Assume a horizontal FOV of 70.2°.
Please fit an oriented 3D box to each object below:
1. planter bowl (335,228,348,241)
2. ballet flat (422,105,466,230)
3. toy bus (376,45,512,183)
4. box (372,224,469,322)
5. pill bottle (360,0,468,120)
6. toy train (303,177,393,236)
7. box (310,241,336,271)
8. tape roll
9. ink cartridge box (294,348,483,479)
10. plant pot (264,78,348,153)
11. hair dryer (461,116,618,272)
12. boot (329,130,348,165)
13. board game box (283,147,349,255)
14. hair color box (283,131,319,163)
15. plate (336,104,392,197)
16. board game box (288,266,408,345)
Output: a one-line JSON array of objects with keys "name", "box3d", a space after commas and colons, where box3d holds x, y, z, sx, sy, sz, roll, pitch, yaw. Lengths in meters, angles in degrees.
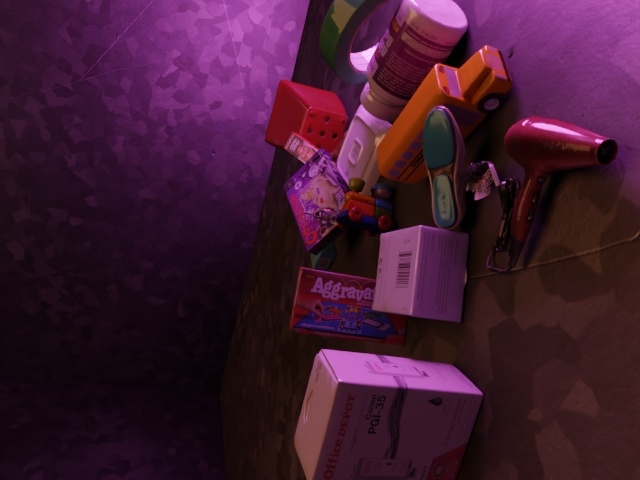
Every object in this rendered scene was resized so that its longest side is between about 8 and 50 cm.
[{"name": "planter bowl", "box3d": [0.031, -0.084, 1.612, 0.162, 0.109, 0.161, -169, 90, -73]}, {"name": "ballet flat", "box3d": [0.260, -0.145, 0.925, 0.086, 0.086, 0.248, -155, 59, -72]}, {"name": "toy bus", "box3d": [0.255, -0.264, 0.993, 0.332, 0.130, 0.108, 126, 149, -54]}, {"name": "box", "box3d": [0.207, 0.072, 0.965, 0.182, 0.119, 0.180, 164, 115, -71]}, {"name": "pill bottle", "box3d": [0.218, -0.456, 1.156, 0.301, 0.170, 0.169, 124, 151, -50]}, {"name": "toy train", "box3d": [0.084, -0.109, 1.246, 0.105, 0.248, 0.143, 148, 134, -67]}, {"name": "box", "box3d": [0.000, 0.000, 1.736, 0.244, 0.060, 0.100, -101, 28, -48]}, {"name": "tape roll", "box3d": [0.153, -0.556, 1.184, 0.077, 0.321, 0.321, 57, 144, 19]}, {"name": "ink cartridge box", "box3d": [0.117, 0.326, 0.821, 0.117, 0.283, 0.207, -137, 59, -69]}, {"name": "plant pot", "box3d": [-0.037, -0.465, 1.846, 0.235, 0.268, 0.267, 50, 128, 50]}, {"name": "hair dryer", "box3d": [0.351, -0.089, 0.738, 0.293, 0.080, 0.223, 121, 141, -63]}, {"name": "boot", "box3d": [0.040, -0.282, 1.696, 0.112, 0.115, 0.305, -96, 26, -48]}, {"name": "board game box", "box3d": [-0.006, -0.140, 1.541, 0.208, 0.056, 0.346, -46, 43, 24]}, {"name": "hair color box", "box3d": [-0.062, -0.335, 1.692, 0.141, 0.043, 0.072, 38, 108, 21]}, {"name": "plate", "box3d": [0.128, -0.282, 1.479, 0.277, 0.045, 0.277, -116, 40, -50]}, {"name": "board game box", "box3d": [0.076, 0.155, 1.052, 0.027, 0.282, 0.144, -178, 98, -72]}]
